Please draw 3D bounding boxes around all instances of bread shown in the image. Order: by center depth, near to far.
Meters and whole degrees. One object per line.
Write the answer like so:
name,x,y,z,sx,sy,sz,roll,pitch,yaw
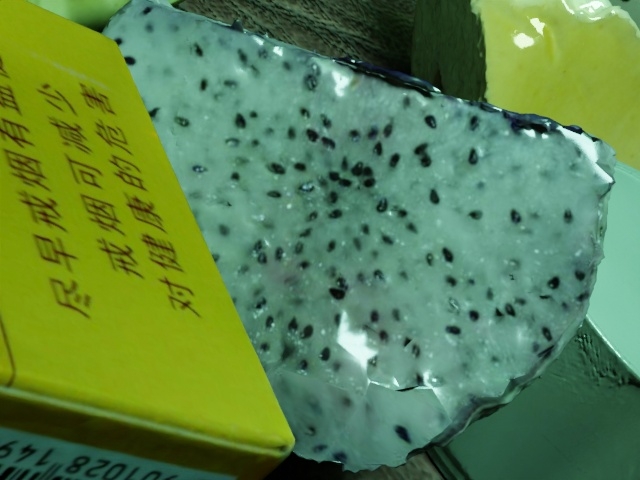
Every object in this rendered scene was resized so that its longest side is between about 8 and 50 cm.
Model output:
bread,0.180,-0.152,1.237,0.224,0.211,0.183,-11,29,-19

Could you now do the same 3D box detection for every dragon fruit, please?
dragon fruit,0.000,0.000,0.916,0.283,0.204,0.221,18,5,1

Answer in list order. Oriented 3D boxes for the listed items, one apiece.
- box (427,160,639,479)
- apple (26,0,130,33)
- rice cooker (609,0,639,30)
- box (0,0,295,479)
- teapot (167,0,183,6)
box,0.175,0.077,1.050,0.226,0.149,0.226,29,34,-23
apple,-0.192,-0.218,0.893,0.262,0.262,0.262,29,34,-22
rice cooker,0.306,-0.237,1.595,0.206,0.127,0.145,44,30,6
box,-0.224,-0.026,0.614,0.415,0.116,0.264,19,36,-46
teapot,-0.142,-0.211,1.078,0.165,0.130,0.119,-13,40,-18
